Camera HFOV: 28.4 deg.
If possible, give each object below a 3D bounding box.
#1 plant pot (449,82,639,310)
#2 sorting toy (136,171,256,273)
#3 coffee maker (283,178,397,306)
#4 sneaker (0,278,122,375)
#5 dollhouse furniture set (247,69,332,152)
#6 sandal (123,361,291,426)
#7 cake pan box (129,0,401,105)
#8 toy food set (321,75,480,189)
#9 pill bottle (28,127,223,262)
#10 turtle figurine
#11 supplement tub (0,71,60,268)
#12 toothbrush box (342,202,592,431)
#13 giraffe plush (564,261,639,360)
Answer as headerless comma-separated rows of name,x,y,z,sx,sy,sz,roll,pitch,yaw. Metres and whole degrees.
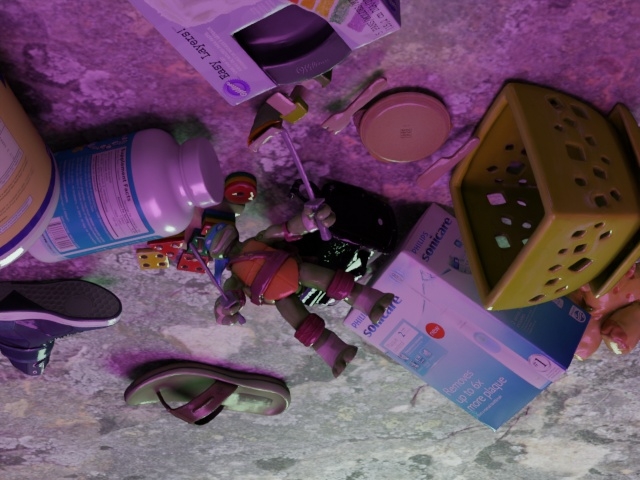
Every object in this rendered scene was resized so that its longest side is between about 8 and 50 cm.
plant pot,0.324,-0.054,1.696,0.207,0.227,0.228,1,145,-18
sorting toy,-0.195,-0.011,1.860,0.132,0.046,0.274,11,143,-19
coffee maker,0.000,0.000,1.853,0.171,0.120,0.178,38,134,-4
sneaker,-0.415,0.143,2.015,0.226,0.086,0.163,3,135,7
dollhouse furniture set,-0.056,-0.183,1.606,0.059,0.076,0.152,35,130,-25
sandal,-0.196,0.284,2.251,0.303,0.086,0.120,8,144,-15
cake pan box,-0.072,-0.288,1.437,0.246,0.070,0.267,-19,138,25
toy food set,0.109,-0.153,1.695,0.192,0.038,0.132,29,127,-31
pill bottle,-0.268,-0.064,1.688,0.264,0.146,0.146,-12,144,13
turtle figurine,-0.042,0.048,1.694,0.266,0.198,0.274,35,139,2
supplement tub,-0.475,-0.127,1.498,0.241,0.241,0.331,-9,145,8
toothbrush box,0.216,0.118,1.904,0.295,0.126,0.216,37,139,-1
giraffe plush,0.424,0.060,1.926,0.210,0.181,0.170,-28,130,22
